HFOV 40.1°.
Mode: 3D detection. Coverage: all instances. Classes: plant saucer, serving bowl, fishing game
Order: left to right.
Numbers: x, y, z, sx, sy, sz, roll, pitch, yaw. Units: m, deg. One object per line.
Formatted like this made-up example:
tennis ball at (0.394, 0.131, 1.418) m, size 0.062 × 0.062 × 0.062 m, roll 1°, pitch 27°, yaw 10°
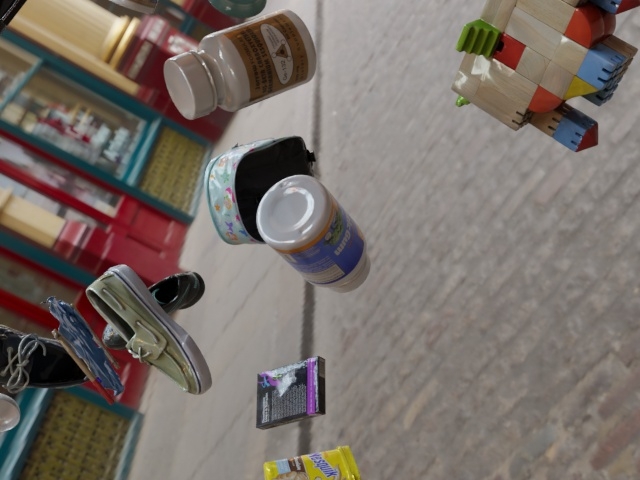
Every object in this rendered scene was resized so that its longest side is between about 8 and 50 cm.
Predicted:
serving bowl at (-0.535, 0.278, 1.444) m, size 0.083 × 0.083 × 0.027 m, roll -53°, pitch 26°, yaw 27°
fishing game at (-0.369, 0.166, 1.349) m, size 0.041 × 0.189 × 0.264 m, roll -36°, pitch 13°, yaw -6°
plant saucer at (-0.155, -0.467, 1.633) m, size 0.021 × 0.119 × 0.119 m, roll 121°, pitch 170°, yaw -58°

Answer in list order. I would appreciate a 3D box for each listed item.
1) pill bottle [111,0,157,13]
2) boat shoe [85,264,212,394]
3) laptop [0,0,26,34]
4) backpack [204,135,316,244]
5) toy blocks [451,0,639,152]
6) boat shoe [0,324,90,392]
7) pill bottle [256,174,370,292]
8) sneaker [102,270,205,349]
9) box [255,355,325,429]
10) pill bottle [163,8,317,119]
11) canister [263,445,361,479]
pill bottle at (-0.207, -0.330, 1.017) m, size 0.067 × 0.067 × 0.120 m, roll -108°, pitch 38°, yaw -70°
boat shoe at (-0.329, 0.185, 1.674) m, size 0.094 × 0.302 × 0.109 m, roll -36°, pitch -9°, yaw -37°
laptop at (-0.515, -0.497, 1.346) m, size 0.408 × 0.236 × 0.382 m, roll 1°, pitch 56°, yaw 54°
backpack at (-0.139, -0.104, 1.909) m, size 0.191 × 0.225 × 0.253 m, roll -2°, pitch 18°, yaw 36°
toy blocks at (0.389, -0.316, 1.446) m, size 0.190 × 0.261 × 0.381 m, roll -32°, pitch -30°, yaw -42°
boat shoe at (-0.466, 0.190, 1.369) m, size 0.079 × 0.254 × 0.095 m, roll 9°, pitch 79°, yaw 39°
pill bottle at (0.000, 0.000, 1.706) m, size 0.152 × 0.272 × 0.152 m, roll -12°, pitch 61°, yaw 21°
sneaker at (-0.387, 0.148, 1.957) m, size 0.267 × 0.101 × 0.106 m, roll -37°, pitch -15°, yaw 5°
box at (-0.060, 0.304, 1.744) m, size 0.162 × 0.029 × 0.116 m, roll -20°, pitch 55°, yaw 31°
pill bottle at (-0.132, -0.285, 1.439) m, size 0.229 × 0.131 × 0.131 m, roll -26°, pitch 0°, yaw -25°
canister at (-0.016, 0.458, 1.668) m, size 0.126 × 0.169 × 0.073 m, roll -119°, pitch 23°, yaw -65°
